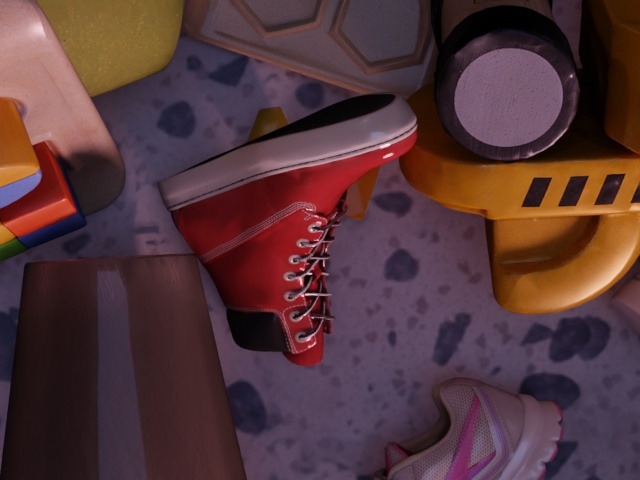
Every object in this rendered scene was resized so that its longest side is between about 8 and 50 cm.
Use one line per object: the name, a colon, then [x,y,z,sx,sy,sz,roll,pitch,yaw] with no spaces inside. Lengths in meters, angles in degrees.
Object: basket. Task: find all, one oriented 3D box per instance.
basket: [-0.148,0.125,0.940,0.204,0.154,0.227,-2,89,-7]

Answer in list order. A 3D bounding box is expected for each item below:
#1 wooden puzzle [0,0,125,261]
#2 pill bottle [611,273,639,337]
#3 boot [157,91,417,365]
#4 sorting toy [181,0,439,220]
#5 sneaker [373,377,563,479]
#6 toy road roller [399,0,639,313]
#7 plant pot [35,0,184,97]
wooden puzzle: [-0.292,-0.015,0.818,0.322,0.348,0.081,-22,77,-5]
pill bottle: [0.337,0.000,1.000,0.121,0.121,0.216,45,87,-6]
boot: [0.000,0.000,0.924,0.088,0.244,0.176,-30,98,-44]
sorting toy: [0.008,-0.185,1.000,0.229,0.041,0.307,18,94,-7]
sneaker: [0.084,0.215,0.999,0.111,0.103,0.252,31,82,-3]
toy road roller: [0.221,-0.081,0.923,0.329,0.202,0.241,-2,120,4]
plant pot: [-0.252,-0.185,0.874,0.293,0.275,0.275,-2,93,-21]
